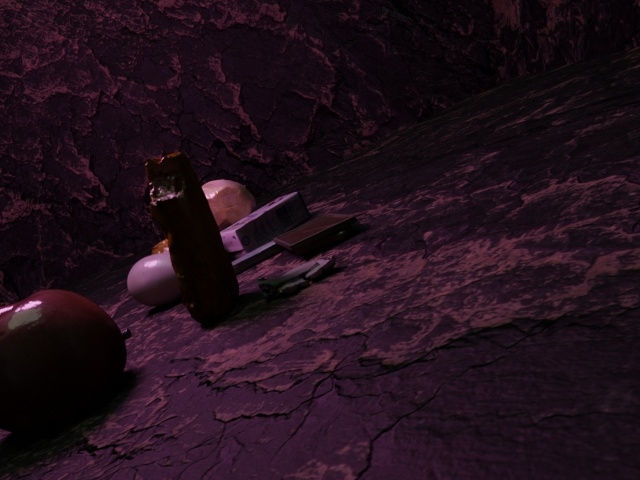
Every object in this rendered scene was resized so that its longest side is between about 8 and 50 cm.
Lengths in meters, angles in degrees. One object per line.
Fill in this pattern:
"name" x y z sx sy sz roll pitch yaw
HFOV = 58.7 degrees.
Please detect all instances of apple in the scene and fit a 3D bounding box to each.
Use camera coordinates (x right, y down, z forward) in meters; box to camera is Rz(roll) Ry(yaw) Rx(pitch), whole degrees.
"apple" -0.541 0.223 1.108 0.306 0.234 0.305 -23 13 6

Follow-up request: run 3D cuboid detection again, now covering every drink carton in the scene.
"drink carton" -0.190 -0.052 1.920 0.315 0.106 0.131 -34 14 -38

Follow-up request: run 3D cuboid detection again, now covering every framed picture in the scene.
"framed picture" -0.023 -0.030 1.542 0.189 0.023 0.260 -24 10 -12

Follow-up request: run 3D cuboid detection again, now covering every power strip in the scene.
"power strip" 0.000 0.000 1.491 0.169 0.028 0.076 -18 14 24

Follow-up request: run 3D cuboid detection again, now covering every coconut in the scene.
"coconut" -0.351 -0.112 2.033 0.237 0.237 0.197 -5 66 59

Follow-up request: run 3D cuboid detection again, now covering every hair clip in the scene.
"hair clip" -0.052 0.073 1.232 0.172 0.049 0.116 -26 16 -16

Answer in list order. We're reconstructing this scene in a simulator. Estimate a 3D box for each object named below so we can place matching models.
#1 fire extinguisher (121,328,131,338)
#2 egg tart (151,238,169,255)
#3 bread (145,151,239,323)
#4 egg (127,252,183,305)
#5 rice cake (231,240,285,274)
"fire extinguisher" -0.533 0.253 1.481 0.083 0.022 0.028 -24 48 7
"egg tart" -0.508 0.044 2.091 0.342 0.132 0.341 -23 10 4
"bread" -0.298 -0.007 1.271 0.109 0.380 0.185 -16 13 13
"egg" -0.456 0.110 1.642 0.209 0.151 0.151 -19 13 18
"rice cake" -0.187 0.049 1.649 0.211 0.034 0.043 -27 20 -14
